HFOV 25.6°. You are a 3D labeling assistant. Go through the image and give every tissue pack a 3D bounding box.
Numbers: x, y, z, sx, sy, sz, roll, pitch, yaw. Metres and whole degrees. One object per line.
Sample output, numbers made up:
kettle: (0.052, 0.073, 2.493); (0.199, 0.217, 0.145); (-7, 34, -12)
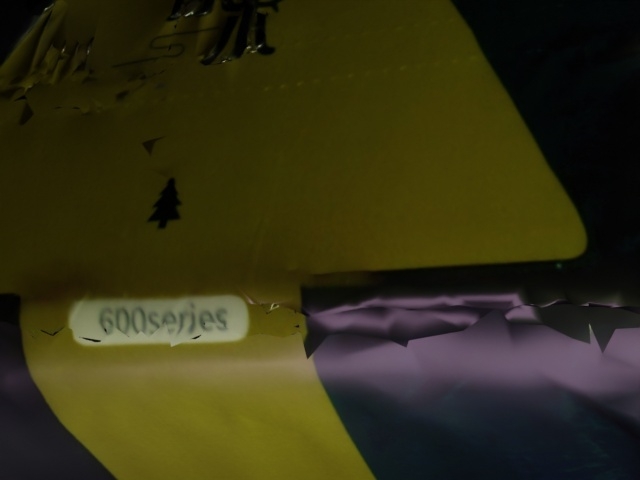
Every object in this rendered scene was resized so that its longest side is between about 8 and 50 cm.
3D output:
tissue pack: (0.000, 0.000, 0.660); (0.416, 0.264, 0.253); (-4, 146, 24)
